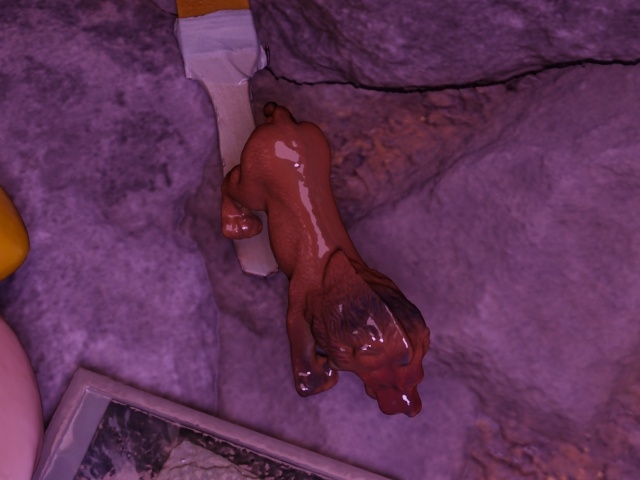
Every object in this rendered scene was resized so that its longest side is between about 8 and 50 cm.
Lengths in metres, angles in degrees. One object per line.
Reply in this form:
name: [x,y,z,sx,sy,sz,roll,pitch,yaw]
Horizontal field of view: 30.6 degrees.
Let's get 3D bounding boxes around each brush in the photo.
brush: [-0.078,-0.113,1.054,0.085,0.020,0.337,-9,62,-5]

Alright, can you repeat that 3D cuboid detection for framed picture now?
framed picture: [-0.098,0.228,0.867,0.281,0.019,0.209,17,62,9]

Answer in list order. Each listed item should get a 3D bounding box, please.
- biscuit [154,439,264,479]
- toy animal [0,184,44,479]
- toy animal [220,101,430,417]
biscuit: [-0.027,0.254,0.812,0.252,0.052,0.150,26,65,14]
toy animal: [-0.359,0.058,0.837,0.277,0.247,0.345,-12,62,-3]
toy animal: [0.000,0.000,0.904,0.097,0.157,0.312,-16,72,-22]
